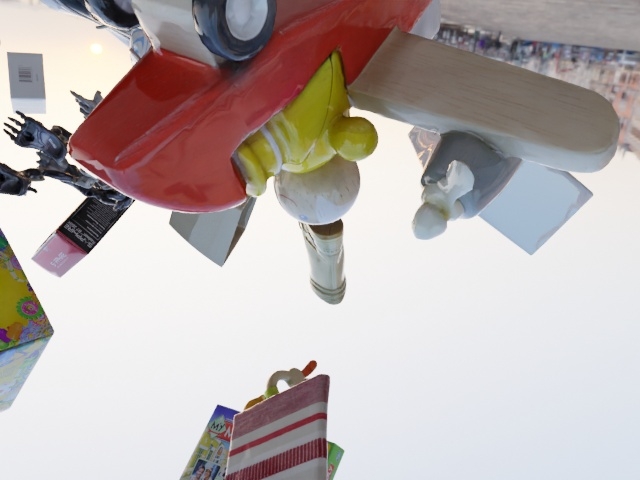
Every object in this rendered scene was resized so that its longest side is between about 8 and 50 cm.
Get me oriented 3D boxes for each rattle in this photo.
[{"bbox_3d":[-0.096,0.408,1.595,0.130,0.143,0.199,36,-149,6],"label":"rattle"}]

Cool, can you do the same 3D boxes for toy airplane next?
[{"bbox_3d":[0.005,-0.147,0.545,0.383,0.273,0.386,-6,-144,-4],"label":"toy airplane"}]

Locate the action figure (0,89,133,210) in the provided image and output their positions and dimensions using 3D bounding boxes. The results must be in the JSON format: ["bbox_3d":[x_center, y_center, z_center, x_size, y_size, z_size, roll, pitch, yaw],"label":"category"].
[{"bbox_3d":[-0.328,-0.126,0.837,0.141,0.164,0.275,41,-163,12],"label":"action figure"}]

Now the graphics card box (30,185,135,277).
[{"bbox_3d":[-0.523,-0.091,1.455,0.232,0.094,0.371,-26,-152,49],"label":"graphics card box"}]

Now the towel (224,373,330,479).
[{"bbox_3d":[-0.076,0.407,1.009,0.037,0.237,0.329,40,-147,-30],"label":"towel"}]

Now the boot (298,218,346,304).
[{"bbox_3d":[0.000,0.000,1.346,0.095,0.204,0.262,-13,-146,-10],"label":"boot"}]

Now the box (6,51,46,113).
[{"bbox_3d":[-0.823,-0.438,1.673,0.090,0.130,0.170,-5,180,-25],"label":"box"}]

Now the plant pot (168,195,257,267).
[{"bbox_3d":[-0.152,-0.047,0.846,0.096,0.109,0.109,24,-146,-1],"label":"plant pot"}]

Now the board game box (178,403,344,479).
[{"bbox_3d":[-0.129,0.457,1.153,0.317,0.046,0.214,4,-123,37],"label":"board game box"}]

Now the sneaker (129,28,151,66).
[{"bbox_3d":[-0.201,-0.213,0.801,0.085,0.086,0.237,0,174,-1],"label":"sneaker"}]

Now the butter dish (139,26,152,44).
[{"bbox_3d":[-0.181,-0.280,0.553,0.118,0.160,0.160,12,160,11],"label":"butter dish"}]

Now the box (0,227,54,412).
[{"bbox_3d":[-0.554,0.156,0.773,0.289,0.279,0.177,-19,-110,-48],"label":"box"}]

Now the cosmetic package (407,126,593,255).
[{"bbox_3d":[0.278,-0.127,0.968,0.224,0.138,0.224,33,-158,-14],"label":"cosmetic package"}]

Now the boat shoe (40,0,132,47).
[{"bbox_3d":[-0.328,-0.382,0.946,0.104,0.113,0.306,7,166,33],"label":"boat shoe"}]
